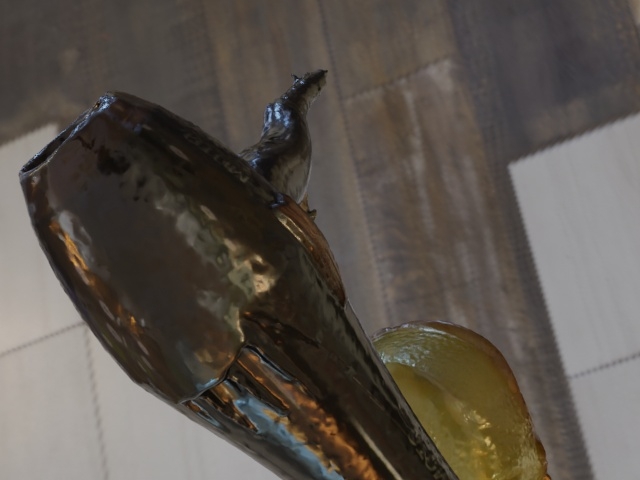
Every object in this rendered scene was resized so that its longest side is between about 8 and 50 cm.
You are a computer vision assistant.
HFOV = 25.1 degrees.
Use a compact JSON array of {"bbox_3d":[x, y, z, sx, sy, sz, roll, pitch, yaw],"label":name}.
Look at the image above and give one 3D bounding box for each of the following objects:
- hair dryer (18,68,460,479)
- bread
[{"bbox_3d":[0.000,0.000,0.784,0.120,0.304,0.359,-38,18,25],"label":"hair dryer"},{"bbox_3d":[0.068,0.116,0.892,0.156,0.086,0.125,22,120,29],"label":"bread"}]
